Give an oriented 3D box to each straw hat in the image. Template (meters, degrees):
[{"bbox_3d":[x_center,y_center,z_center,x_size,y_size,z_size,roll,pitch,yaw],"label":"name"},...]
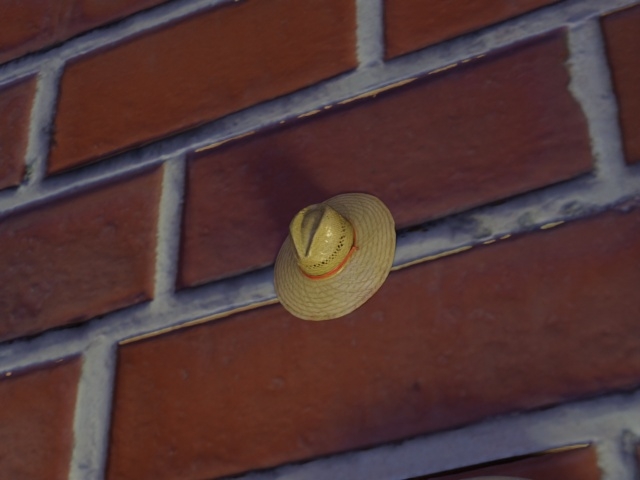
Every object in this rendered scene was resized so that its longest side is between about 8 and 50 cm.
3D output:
[{"bbox_3d":[0.000,0.000,1.277,0.145,0.061,0.144,-16,53,22],"label":"straw hat"}]

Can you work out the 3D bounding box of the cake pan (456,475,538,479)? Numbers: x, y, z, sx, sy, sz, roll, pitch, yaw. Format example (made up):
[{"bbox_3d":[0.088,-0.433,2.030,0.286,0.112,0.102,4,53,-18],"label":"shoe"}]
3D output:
[{"bbox_3d":[0.123,0.321,0.984,0.293,0.054,0.293,-17,52,22],"label":"cake pan"}]
